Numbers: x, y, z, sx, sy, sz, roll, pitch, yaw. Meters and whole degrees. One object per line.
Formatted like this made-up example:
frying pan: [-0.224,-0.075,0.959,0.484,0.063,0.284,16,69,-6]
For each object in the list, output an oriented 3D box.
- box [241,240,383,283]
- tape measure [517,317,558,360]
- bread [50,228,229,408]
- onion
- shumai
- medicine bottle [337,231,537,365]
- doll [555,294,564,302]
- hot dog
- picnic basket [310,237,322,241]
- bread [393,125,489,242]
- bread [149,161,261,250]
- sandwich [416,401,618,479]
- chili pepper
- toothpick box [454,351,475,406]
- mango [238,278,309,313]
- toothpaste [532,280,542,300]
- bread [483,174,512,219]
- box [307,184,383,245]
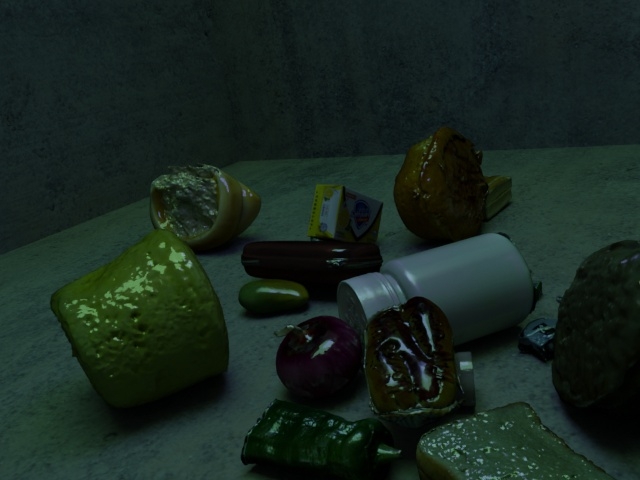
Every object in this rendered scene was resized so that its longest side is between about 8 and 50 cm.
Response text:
box: [-0.027,0.058,1.709,0.403,0.108,0.263,2,3,31]
tape measure: [0.450,0.197,1.209,0.094,0.054,0.091,-29,23,-25]
bread: [-0.368,0.171,1.257,0.307,0.348,0.348,-24,23,-26]
onion: [-0.003,0.228,1.189,0.177,0.154,0.177,-2,21,1]
shumai: [0.557,0.177,0.969,0.288,0.292,0.330,10,-19,0]
medicine bottle: [0.243,0.125,1.273,0.378,0.214,0.213,-14,19,-17]
doll: [0.622,0.129,1.293,0.227,0.075,0.102,0,28,-2]
hot dog: [0.152,0.200,1.025,0.162,0.082,0.270,-8,36,7]
picnic basket: [0.000,0.000,2.016,0.083,0.065,0.083,-41,28,-29]
bread: [0.383,-0.172,1.901,0.204,0.337,0.358,-7,42,40]
bread: [-0.444,-0.139,2.225,0.423,0.329,0.245,-4,18,34]
sandwich: [0.272,0.334,0.836,0.226,0.087,0.251,-15,19,-15]
chili pepper: [0.010,0.327,0.965,0.270,0.099,0.136,0,9,36]
toothpick box: [0.202,0.253,1.090,0.148,0.099,0.098,-5,19,12]
mango: [-0.124,0.150,1.605,0.191,0.086,0.122,1,5,1]
toothpaste: [0.451,0.118,1.478,0.178,0.037,0.043,2,25,32]
bread: [0.539,-0.164,2.161,0.239,0.111,0.246,7,24,39]
box: [0.082,-0.068,1.856,0.097,0.168,0.265,8,-5,34]
